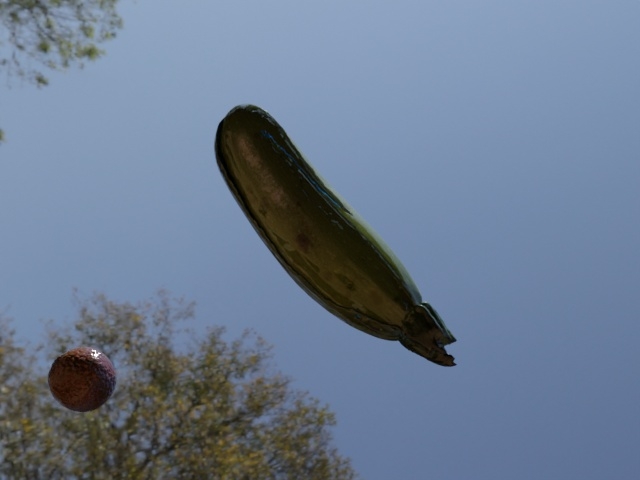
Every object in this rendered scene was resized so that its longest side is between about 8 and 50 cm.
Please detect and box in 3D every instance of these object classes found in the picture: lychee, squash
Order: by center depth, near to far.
[{"bbox_3d":[0.000,0.000,0.734,0.341,0.094,0.094,49,-63,23],"label":"squash"},{"bbox_3d":[-0.380,0.229,1.266,0.101,0.114,0.140,54,-39,35],"label":"lychee"}]
